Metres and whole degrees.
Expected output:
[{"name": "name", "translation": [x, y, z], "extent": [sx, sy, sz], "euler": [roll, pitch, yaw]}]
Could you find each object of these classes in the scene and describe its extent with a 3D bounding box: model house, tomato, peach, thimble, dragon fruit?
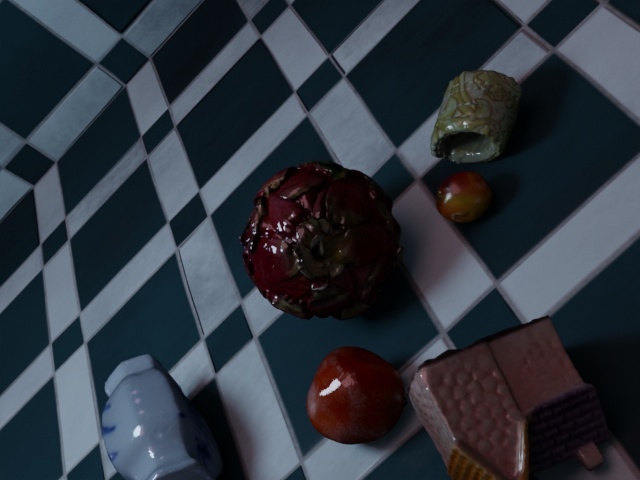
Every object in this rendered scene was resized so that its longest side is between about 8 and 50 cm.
[{"name": "model house", "translation": [0.284, 0.278, 1.441], "extent": [0.236, 0.202, 0.238], "euler": [-19, 63, -11]}, {"name": "tomato", "translation": [0.059, 0.278, 1.706], "extent": [0.187, 0.151, 0.187], "euler": [-24, 50, 32]}, {"name": "peach", "translation": [0.271, -0.080, 1.813], "extent": [0.100, 0.100, 0.101], "euler": [-29, 43, 30]}, {"name": "thimble", "translation": [0.295, -0.236, 1.876], "extent": [0.190, 0.137, 0.144], "euler": [-20, 48, 58]}, {"name": "dragon fruit", "translation": [0.002, -0.003, 1.878], "extent": [0.329, 0.329, 0.329], "euler": [-29, 43, 30]}]

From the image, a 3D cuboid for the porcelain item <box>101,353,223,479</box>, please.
[{"name": "porcelain item", "translation": [-0.325, 0.408, 1.954], "extent": [0.178, 0.243, 0.405], "euler": [-34, 33, -5]}]
